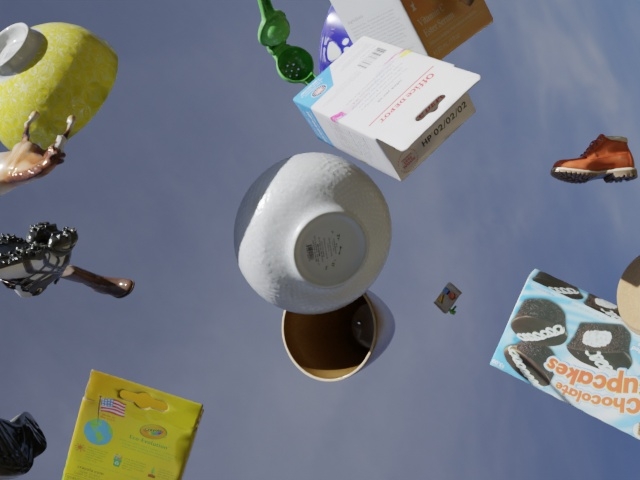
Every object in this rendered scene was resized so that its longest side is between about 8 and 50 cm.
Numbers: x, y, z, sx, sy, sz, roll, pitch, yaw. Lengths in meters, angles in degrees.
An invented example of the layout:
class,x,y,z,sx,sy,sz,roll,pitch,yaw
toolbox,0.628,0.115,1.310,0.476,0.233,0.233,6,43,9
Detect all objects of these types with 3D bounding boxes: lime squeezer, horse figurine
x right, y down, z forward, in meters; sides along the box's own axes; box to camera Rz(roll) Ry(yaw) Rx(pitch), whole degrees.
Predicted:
class,x,y,z,sx,sy,sz,roll,pitch,yaw
lime squeezer,-0.046,-0.279,1.241,0.310,0.059,0.110,55,177,-31
horse figurine,-0.458,-0.111,1.219,0.174,0.263,0.066,-94,-16,-50

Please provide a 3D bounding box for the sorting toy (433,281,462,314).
class,x,y,z,sx,sy,sz,roll,pitch,yaw
sorting toy,0.290,0.134,1.921,0.012,0.062,0.083,33,-172,-31

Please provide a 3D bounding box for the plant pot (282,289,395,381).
class,x,y,z,sx,sy,sz,roll,pitch,yaw
plant pot,0.073,0.201,2.018,0.254,0.237,0.237,6,-114,-62

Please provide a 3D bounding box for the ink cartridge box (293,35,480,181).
class,x,y,z,sx,sy,sz,roll,pitch,yaw
ink cartridge box,0.069,-0.124,0.815,0.104,0.181,0.061,-44,-50,-10

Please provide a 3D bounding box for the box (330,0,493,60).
class,x,y,z,sx,sy,sz,roll,pitch,yaw
box,0.088,-0.276,0.932,0.130,0.091,0.170,-42,-71,-35

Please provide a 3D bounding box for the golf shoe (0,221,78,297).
class,x,y,z,sx,sy,sz,roll,pitch,yaw
golf shoe,-0.375,0.037,1.084,0.198,0.077,0.094,-26,-48,-69

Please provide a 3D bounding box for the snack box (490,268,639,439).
class,x,y,z,sx,sy,sz,roll,pitch,yaw
snack box,0.472,0.201,1.454,0.322,0.187,0.060,26,-151,17

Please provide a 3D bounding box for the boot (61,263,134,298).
class,x,y,z,sx,sy,sz,roll,pitch,yaw
boot,-0.403,0.067,1.522,0.114,0.106,0.037,36,-124,-47

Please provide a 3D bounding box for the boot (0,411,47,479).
class,x,y,z,sx,sy,sz,roll,pitch,yaw
boot,-0.485,0.315,1.164,0.085,0.178,0.236,61,176,2

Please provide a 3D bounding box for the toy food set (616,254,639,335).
class,x,y,z,sx,sy,sz,roll,pitch,yaw
toy food set,0.305,0.047,0.783,0.020,0.083,0.082,12,-106,-24

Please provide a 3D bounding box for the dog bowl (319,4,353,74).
class,x,y,z,sx,sy,sz,roll,pitch,yaw
dog bowl,0.113,-0.341,1.506,0.265,0.104,0.265,-36,-44,-44

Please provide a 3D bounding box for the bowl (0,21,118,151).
class,x,y,z,sx,sy,sz,roll,pitch,yaw
bowl,-0.550,-0.322,1.642,0.156,0.289,0.289,47,-143,-45

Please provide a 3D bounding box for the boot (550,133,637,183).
class,x,y,z,sx,sy,sz,roll,pitch,yaw
boot,0.475,-0.145,1.506,0.158,0.059,0.085,-3,-98,-12

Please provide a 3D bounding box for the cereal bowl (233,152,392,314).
class,x,y,z,sx,sy,sz,roll,pitch,yaw
cereal bowl,0.000,0.000,1.738,0.339,0.339,0.141,48,177,-26

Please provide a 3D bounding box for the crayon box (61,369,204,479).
class,x,y,z,sx,sy,sz,roll,pitch,yaw
crayon box,-0.329,0.372,1.493,0.202,0.318,0.081,19,-161,-3
